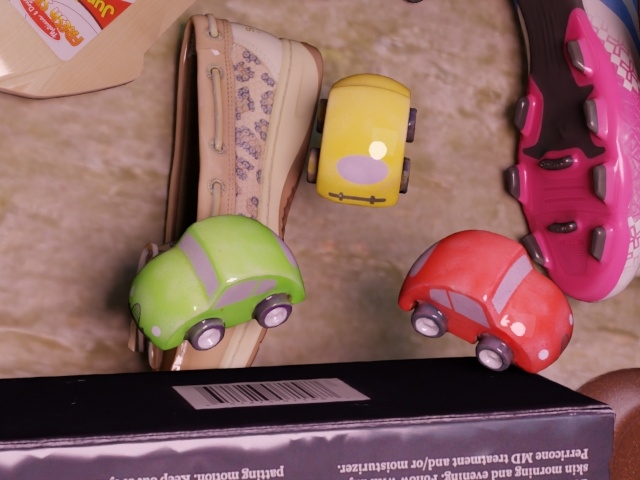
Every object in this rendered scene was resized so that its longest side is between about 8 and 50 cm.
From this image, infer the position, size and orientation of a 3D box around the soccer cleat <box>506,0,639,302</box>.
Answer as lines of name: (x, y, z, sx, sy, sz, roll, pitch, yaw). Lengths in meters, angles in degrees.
soccer cleat: (0.202, -0.125, 1.279, 0.143, 0.116, 0.331, -4, 84, -34)

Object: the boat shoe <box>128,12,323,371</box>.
boat shoe: (-0.073, -0.004, 1.136, 0.089, 0.104, 0.285, 20, 62, -16)

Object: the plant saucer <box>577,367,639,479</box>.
plant saucer: (0.242, 0.181, 1.271, 0.198, 0.036, 0.199, 9, 70, -27)

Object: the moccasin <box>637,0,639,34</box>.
moccasin: (0.311, -0.142, 1.254, 0.380, 0.139, 0.147, 14, 58, -53)

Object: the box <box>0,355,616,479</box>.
box: (-0.034, 0.233, 0.989, 0.343, 0.179, 0.313, -1, 96, -15)

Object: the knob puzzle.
knob puzzle: (-0.183, -0.169, 1.147, 0.213, 0.030, 0.213, 5, 78, -26)

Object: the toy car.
toy car: (0.000, 0.000, 1.042, 0.225, 0.053, 0.239, -19, 53, -19)

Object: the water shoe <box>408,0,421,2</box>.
water shoe: (0.001, -0.203, 1.219, 0.203, 0.073, 0.080, 3, 81, -25)
